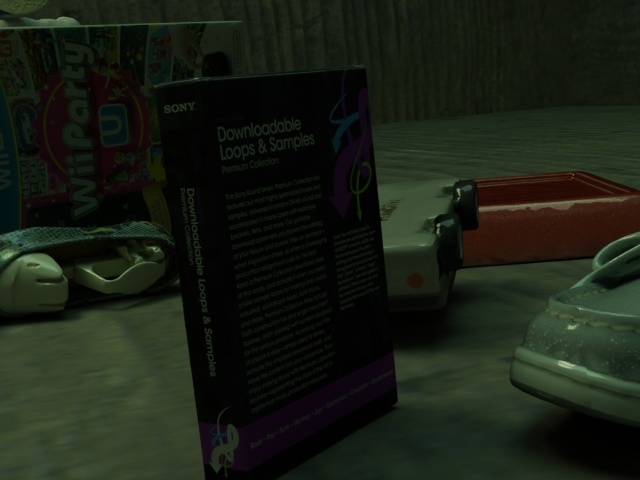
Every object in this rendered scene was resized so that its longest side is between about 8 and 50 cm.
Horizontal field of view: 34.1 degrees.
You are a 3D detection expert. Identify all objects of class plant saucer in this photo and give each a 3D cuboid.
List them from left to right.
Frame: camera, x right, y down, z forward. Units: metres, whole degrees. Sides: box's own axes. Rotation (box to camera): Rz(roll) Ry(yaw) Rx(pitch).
[{"bbox_3d":[0.164,-0.025,0.943,0.259,0.047,0.259,-4,8,0],"label":"plant saucer"}]

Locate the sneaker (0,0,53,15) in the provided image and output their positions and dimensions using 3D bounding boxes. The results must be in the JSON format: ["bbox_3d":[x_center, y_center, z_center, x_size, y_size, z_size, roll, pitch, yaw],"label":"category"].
[{"bbox_3d":[-0.386,-0.303,1.271,0.152,0.058,0.084,-6,20,10],"label":"sneaker"}]

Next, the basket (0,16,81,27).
[{"bbox_3d":[-0.515,-0.144,1.336,0.331,0.266,0.328,1,10,34],"label":"basket"}]

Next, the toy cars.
[{"bbox_3d":[0.000,0.000,0.769,0.177,0.087,0.394,-14,16,-25],"label":"toy cars"}]

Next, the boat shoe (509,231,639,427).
[{"bbox_3d":[0.218,0.014,0.484,0.320,0.103,0.118,-9,10,-28],"label":"boat shoe"}]

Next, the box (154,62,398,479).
[{"bbox_3d":[-0.013,0.008,0.445,0.029,0.162,0.116,1,11,35],"label":"box"}]

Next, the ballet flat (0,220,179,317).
[{"bbox_3d":[-0.185,0.023,0.776,0.188,0.070,0.070,-15,13,-33],"label":"ballet flat"}]

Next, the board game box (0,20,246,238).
[{"bbox_3d":[-0.209,-0.092,0.997,0.303,0.224,0.098,-13,15,-43],"label":"board game box"}]
